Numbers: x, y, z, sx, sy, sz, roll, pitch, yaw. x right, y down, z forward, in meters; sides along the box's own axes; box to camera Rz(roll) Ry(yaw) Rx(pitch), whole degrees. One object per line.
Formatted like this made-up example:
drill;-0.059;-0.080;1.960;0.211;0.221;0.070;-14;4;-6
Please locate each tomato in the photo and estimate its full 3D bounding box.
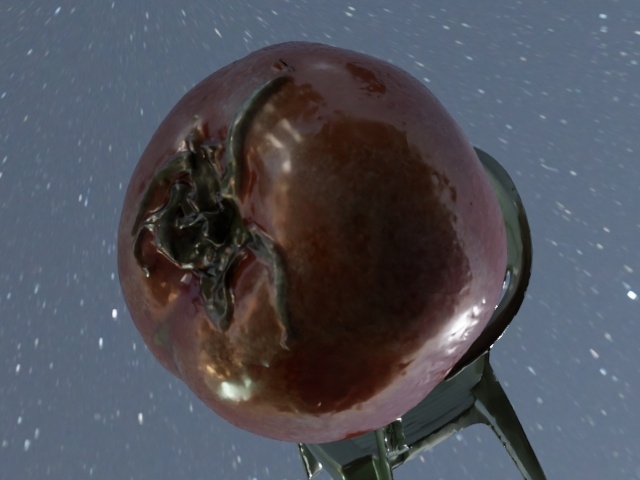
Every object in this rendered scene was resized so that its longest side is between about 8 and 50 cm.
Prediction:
tomato;0.003;0.002;0.761;0.189;0.232;0.232;2;-72;-50

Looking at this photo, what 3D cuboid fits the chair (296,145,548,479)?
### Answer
chair;0.067;0.090;0.947;0.191;0.203;0.274;-27;-51;-10
